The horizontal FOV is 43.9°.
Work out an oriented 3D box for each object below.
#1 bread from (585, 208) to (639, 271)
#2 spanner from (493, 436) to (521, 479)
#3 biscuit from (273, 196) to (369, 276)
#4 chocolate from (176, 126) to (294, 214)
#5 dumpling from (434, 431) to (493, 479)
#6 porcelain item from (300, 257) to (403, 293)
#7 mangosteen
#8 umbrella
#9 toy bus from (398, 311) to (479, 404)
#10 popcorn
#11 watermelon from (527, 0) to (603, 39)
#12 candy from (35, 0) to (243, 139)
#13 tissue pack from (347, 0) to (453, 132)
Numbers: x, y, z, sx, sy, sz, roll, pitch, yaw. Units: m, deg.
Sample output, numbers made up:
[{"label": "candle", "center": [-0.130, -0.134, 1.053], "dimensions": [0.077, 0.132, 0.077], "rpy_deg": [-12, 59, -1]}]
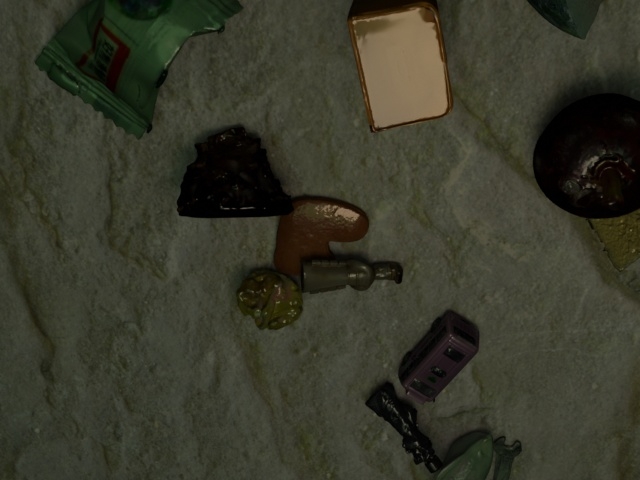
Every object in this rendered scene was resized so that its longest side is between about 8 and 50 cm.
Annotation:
[{"label": "bread", "center": [0.601, -0.028, 1.520], "dimensions": [0.127, 0.152, 0.147], "rpy_deg": [35, 125, -9]}, {"label": "spanner", "center": [0.434, 0.596, 1.929], "dimensions": [0.071, 0.017, 0.301], "rpy_deg": [6, 117, 5]}, {"label": "biscuit", "center": [0.000, 0.000, 1.670], "dimensions": [0.186, 0.036, 0.192], "rpy_deg": [11, 119, -1]}, {"label": "chocolate", "center": [-0.171, -0.138, 1.555], "dimensions": [0.224, 0.206, 0.176], "rpy_deg": [-3, 87, -9]}, {"label": "dumpling", "center": [0.331, 0.535, 1.836], "dimensions": [0.105, 0.149, 0.216], "rpy_deg": [28, 119, 13]}, {"label": "porcelain item", "center": [0.066, 0.069, 1.668], "dimensions": [0.213, 0.054, 0.084], "rpy_deg": [-4, 132, -8]}, {"label": "mangosteen", "center": [0.500, -0.135, 1.408], "dimensions": [0.236, 0.261, 0.235], "rpy_deg": [4, 119, 7]}, {"label": "umbrella", "center": [0.202, 0.428, 1.815], "dimensions": [0.080, 0.071, 0.224], "rpy_deg": [-44, 78, 28]}, {"label": "toy bus", "center": [0.256, 0.260, 1.728], "dimensions": [0.096, 0.108, 0.199], "rpy_deg": [32, 116, -9]}, {"label": "popcorn", "center": [-0.108, 0.126, 1.707], "dimensions": [0.145, 0.126, 0.125], "rpy_deg": [34, 91, 7]}, {"label": "watermelon", "center": [0.407, -0.522, 1.261], "dimensions": [0.258, 0.228, 0.387], "rpy_deg": [-16, 105, 5]}, {"label": "candy", "center": [-0.356, -0.369, 1.479], "dimensions": [0.263, 0.172, 0.398], "rpy_deg": [46, 134, -5]}, {"label": "tissue pack", "center": [0.139, -0.328, 1.350], "dimensions": [0.145, 0.274, 0.194], "rpy_deg": [-12, 116, 11]}]
